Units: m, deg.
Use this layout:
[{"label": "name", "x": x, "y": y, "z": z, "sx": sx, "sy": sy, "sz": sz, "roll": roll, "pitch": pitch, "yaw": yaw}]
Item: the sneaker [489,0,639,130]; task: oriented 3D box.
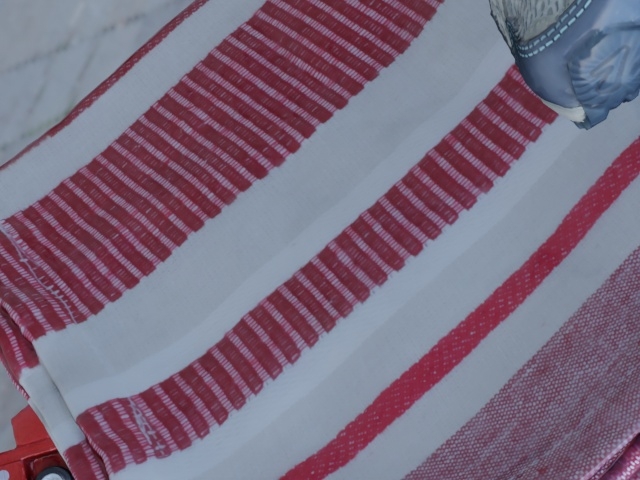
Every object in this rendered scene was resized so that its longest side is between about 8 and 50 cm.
[{"label": "sneaker", "x": 0.052, "y": -0.151, "z": 0.517, "sx": 0.110, "sy": 0.122, "sz": 0.283, "roll": -47, "pitch": -149, "yaw": 39}]

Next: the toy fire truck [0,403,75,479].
[{"label": "toy fire truck", "x": -0.126, "y": 0.062, "z": 0.822, "sx": 0.047, "sy": 0.192, "sz": 0.135, "roll": 45, "pitch": 29, "yaw": -73}]

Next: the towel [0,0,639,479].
[{"label": "towel", "x": 0.000, "y": 0.000, "z": 0.594, "sx": 0.237, "sy": 0.329, "sz": 0.037, "roll": -41, "pitch": 131, "yaw": -1}]
